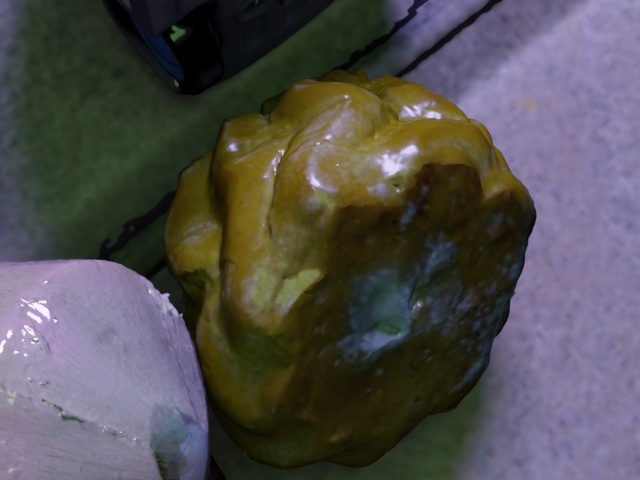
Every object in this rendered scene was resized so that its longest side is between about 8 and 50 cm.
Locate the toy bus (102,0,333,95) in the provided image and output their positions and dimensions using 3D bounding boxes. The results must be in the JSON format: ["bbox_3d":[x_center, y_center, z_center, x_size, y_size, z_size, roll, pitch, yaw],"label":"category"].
[{"bbox_3d":[-0.043,-0.152,0.684,0.126,0.209,0.136,-39,75,-11],"label":"toy bus"}]

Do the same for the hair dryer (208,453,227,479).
[{"bbox_3d":[-0.111,0.243,0.662,0.340,0.123,0.312,-34,73,-1],"label":"hair dryer"}]

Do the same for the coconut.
[{"bbox_3d":[-0.090,0.062,0.608,0.122,0.116,0.116,3,76,29],"label":"coconut"}]

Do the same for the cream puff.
[{"bbox_3d":[0.000,0.000,0.704,0.146,0.146,0.116,-41,47,-12],"label":"cream puff"}]
